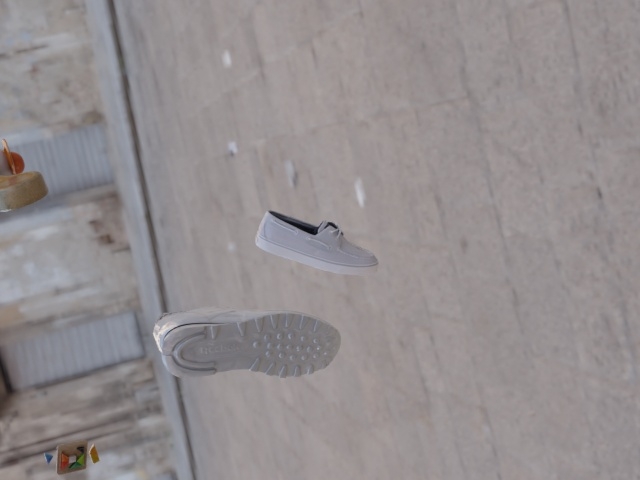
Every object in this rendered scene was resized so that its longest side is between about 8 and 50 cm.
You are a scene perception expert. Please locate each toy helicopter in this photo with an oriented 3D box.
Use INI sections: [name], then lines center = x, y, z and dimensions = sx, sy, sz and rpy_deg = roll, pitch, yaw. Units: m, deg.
[toy helicopter]
center = -0.524, -0.081, 1.678
dimensions = 0.355, 0.235, 0.140
rpy_deg = 4, 115, 43

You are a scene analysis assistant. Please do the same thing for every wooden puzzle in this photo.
[wooden puzzle]
center = -0.529, 0.464, 2.330
dimensions = 0.014, 0.116, 0.078
rpy_deg = 36, 134, 51

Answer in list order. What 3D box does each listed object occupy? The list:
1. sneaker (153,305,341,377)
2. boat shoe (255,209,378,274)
[sneaker]
center = -0.090, 0.116, 1.367
dimensions = 0.095, 0.235, 0.090
rpy_deg = -135, 51, -66
[boat shoe]
center = 0.000, 0.000, 1.584
dimensions = 0.066, 0.184, 0.063
rpy_deg = -67, -6, -71
